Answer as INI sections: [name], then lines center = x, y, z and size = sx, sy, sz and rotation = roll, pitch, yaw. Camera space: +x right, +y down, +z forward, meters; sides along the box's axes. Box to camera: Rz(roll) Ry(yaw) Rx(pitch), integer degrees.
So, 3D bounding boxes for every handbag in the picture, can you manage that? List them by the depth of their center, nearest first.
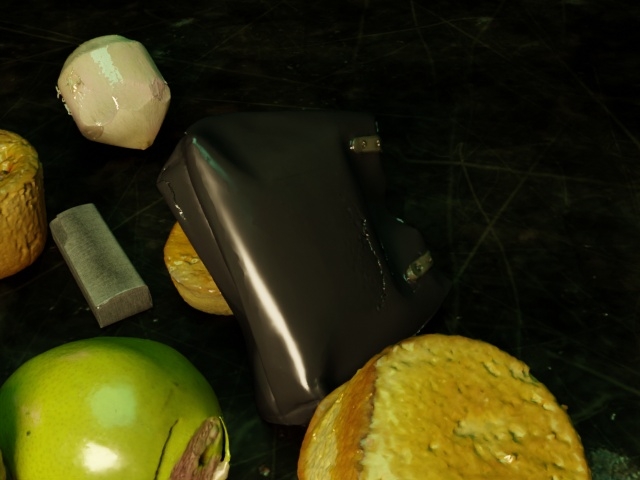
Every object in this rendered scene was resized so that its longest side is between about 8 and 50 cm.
[handbag]
center = 0.000, 0.000, 0.855
size = 0.288, 0.152, 0.342
rotation = -22, 87, -35

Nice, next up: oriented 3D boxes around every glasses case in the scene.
[glasses case]
center = -0.292, 0.026, 0.989
size = 0.070, 0.047, 0.205
rotation = -23, 44, -22

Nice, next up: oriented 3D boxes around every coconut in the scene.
[coconut]
center = -0.329, -0.229, 1.217
size = 0.170, 0.171, 0.183
rotation = -25, 83, -26

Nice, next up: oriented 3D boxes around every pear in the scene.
[pear]
center = -0.200, 0.172, 0.704
size = 0.219, 0.187, 0.187
rotation = 19, 43, 28

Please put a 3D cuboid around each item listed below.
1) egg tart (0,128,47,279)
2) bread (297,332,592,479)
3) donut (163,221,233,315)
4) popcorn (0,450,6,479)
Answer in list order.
[egg tart]
center = -0.459, -0.039, 0.996
size = 0.202, 0.147, 0.203
rotation = 0, 39, 0
[bread]
center = 0.113, 0.209, 0.652
size = 0.268, 0.146, 0.268
rotation = 7, 52, -9
[donut]
center = -0.110, 0.020, 0.971
size = 0.174, 0.075, 0.190
rotation = 0, 43, 1
[popcorn]
center = -0.369, 0.231, 0.587
size = 0.237, 0.293, 0.293
rotation = -6, 34, 30
